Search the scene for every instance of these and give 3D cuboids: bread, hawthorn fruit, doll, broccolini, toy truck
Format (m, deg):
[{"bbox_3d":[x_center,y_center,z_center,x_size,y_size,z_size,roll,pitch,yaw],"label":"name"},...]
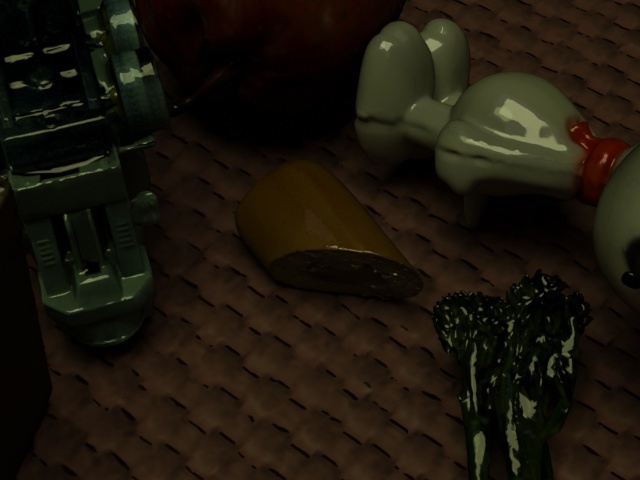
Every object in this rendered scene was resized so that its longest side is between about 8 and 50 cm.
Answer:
[{"bbox_3d":[0.000,0.001,0.669,0.062,0.049,0.103,-26,52,-17],"label":"bread"},{"bbox_3d":[-0.037,-0.135,0.719,0.157,0.157,0.194,15,57,15],"label":"hawthorn fruit"},{"bbox_3d":[0.165,-0.050,0.650,0.208,0.143,0.271,-7,27,-31],"label":"doll"},{"bbox_3d":[0.086,0.109,0.590,0.074,0.058,0.201,-3,65,19],"label":"broccolini"},{"bbox_3d":[-0.144,-0.074,0.688,0.108,0.140,0.256,-15,47,-8],"label":"toy truck"}]

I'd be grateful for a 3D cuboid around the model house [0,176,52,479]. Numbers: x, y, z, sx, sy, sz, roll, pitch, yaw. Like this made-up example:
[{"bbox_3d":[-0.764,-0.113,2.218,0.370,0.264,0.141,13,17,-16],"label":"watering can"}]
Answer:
[{"bbox_3d":[-0.267,0.055,0.548,0.248,0.180,0.176,14,52,8],"label":"model house"}]
